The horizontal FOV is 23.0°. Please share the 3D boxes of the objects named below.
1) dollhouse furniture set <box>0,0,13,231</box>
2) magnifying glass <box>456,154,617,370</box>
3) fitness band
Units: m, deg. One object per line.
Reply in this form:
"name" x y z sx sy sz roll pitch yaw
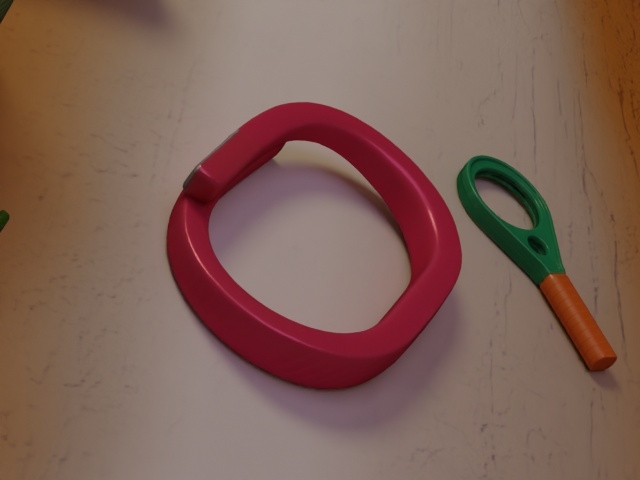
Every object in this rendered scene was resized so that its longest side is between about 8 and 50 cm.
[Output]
"dollhouse furniture set" -0.215 -0.124 1.015 0.151 0.197 0.301 35 36 -4
"magnifying glass" 0.192 0.016 1.387 0.092 0.026 0.231 2 48 -42
"fitness band" 0.000 0.000 1.207 0.209 0.054 0.291 44 36 1
